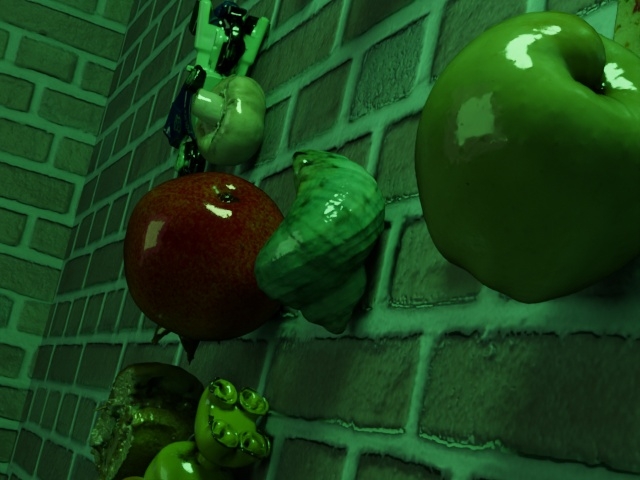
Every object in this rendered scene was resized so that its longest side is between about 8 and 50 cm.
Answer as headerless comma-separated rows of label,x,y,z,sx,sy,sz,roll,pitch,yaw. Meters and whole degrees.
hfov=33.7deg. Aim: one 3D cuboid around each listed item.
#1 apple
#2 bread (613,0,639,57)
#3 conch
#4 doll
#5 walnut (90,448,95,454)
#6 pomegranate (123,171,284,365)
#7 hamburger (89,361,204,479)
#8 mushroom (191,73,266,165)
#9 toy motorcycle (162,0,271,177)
apple,0.155,-0.056,0.724,0.200,0.200,0.200,-50,31,45
bread,0.249,-0.177,0.788,0.068,0.028,0.153,-8,68,65
conch,0.003,-0.002,1.141,0.176,0.122,0.188,138,151,-89
doll,-0.157,0.282,1.310,0.221,0.143,0.135,-51,31,30
walnut,-0.356,0.351,1.817,0.096,0.082,0.079,162,93,-73
pomegranate,-0.149,0.035,1.355,0.221,0.221,0.256,-108,38,-56
hamburger,-0.235,0.267,1.479,0.283,0.157,0.144,-56,45,50
mushroom,-0.146,-0.191,1.650,0.154,0.122,0.154,-46,31,38
toy motorcycle,-0.197,-0.254,1.833,0.196,0.125,0.331,-120,47,-61
